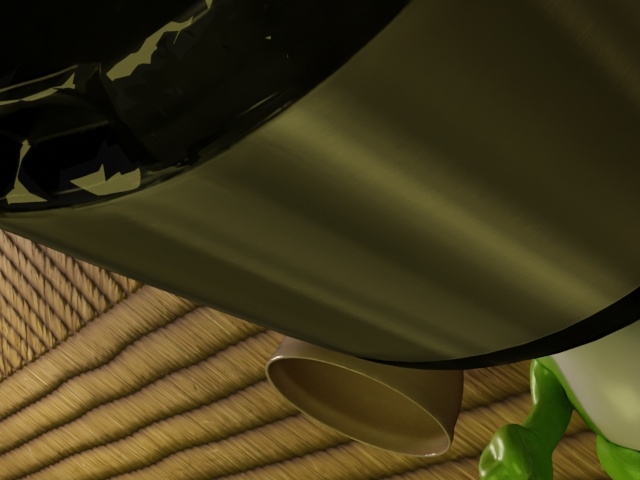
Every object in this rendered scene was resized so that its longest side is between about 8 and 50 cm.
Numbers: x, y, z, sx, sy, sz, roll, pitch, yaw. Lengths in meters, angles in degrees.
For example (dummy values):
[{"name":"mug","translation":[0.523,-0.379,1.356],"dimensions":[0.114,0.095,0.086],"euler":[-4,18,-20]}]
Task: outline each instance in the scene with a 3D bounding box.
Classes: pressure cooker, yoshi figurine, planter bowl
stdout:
[{"name":"pressure cooker","translation":[0.020,-0.137,0.583],"dimensions":[0.376,0.369,0.420],"euler":[-22,152,27]},{"name":"yoshi figurine","translation":[0.170,0.059,0.859],"dimensions":[0.362,0.203,0.203],"euler":[36,146,10]},{"name":"planter bowl","translation":[0.049,0.092,1.109],"dimensions":[0.162,0.109,0.162],"euler":[20,155,10]}]
